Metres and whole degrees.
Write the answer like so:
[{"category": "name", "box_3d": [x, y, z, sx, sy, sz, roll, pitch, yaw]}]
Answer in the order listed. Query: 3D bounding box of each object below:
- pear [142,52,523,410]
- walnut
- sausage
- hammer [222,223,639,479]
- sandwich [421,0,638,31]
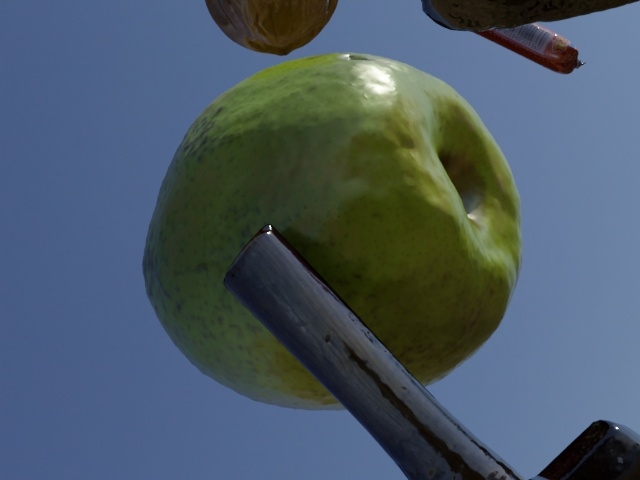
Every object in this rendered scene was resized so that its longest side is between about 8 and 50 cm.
[{"category": "pear", "box_3d": [0.000, 0.000, 1.297, 0.391, 0.391, 0.391, -35, -36, -31]}, {"category": "walnut", "box_3d": [-0.056, -0.318, 1.429, 0.167, 0.211, 0.087, -10, -18, -5]}, {"category": "sausage", "box_3d": [0.180, -0.184, 1.156, 0.034, 0.129, 0.034, -50, -22, -29]}, {"category": "hammer", "box_3d": [0.061, 0.138, 1.005, 0.242, 0.409, 0.095, -37, -22, -17]}, {"category": "sandwich", "box_3d": [0.127, -0.222, 0.672, 0.250, 0.301, 0.162, -23, -36, -2]}]
